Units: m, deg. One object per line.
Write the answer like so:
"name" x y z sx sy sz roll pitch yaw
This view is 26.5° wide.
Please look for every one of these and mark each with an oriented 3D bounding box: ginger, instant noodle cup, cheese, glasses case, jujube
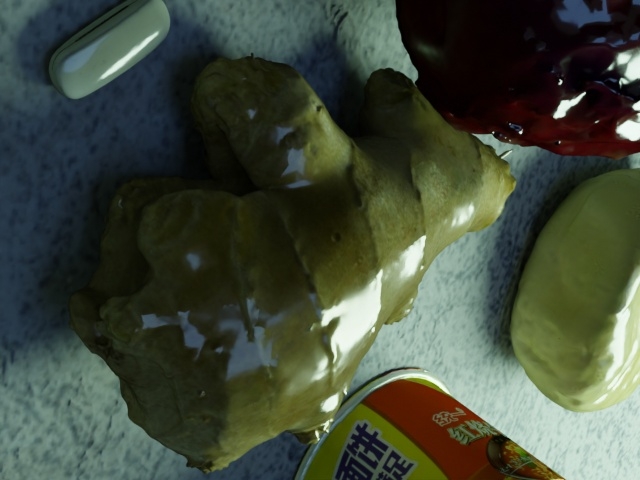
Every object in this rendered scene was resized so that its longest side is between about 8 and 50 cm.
"ginger" -0.015 -0.020 0.918 0.236 0.166 0.375 51 39 -12
"instant noodle cup" 0.104 0.233 1.104 0.213 0.174 0.213 -24 126 -38
"cheese" 0.273 0.046 1.244 0.214 0.117 0.226 -6 120 -50
"glasses case" -0.121 -0.113 0.788 0.083 0.021 0.032 -40 135 -25
"jujube" 0.217 -0.188 0.948 0.376 0.258 0.258 -15 122 -28
